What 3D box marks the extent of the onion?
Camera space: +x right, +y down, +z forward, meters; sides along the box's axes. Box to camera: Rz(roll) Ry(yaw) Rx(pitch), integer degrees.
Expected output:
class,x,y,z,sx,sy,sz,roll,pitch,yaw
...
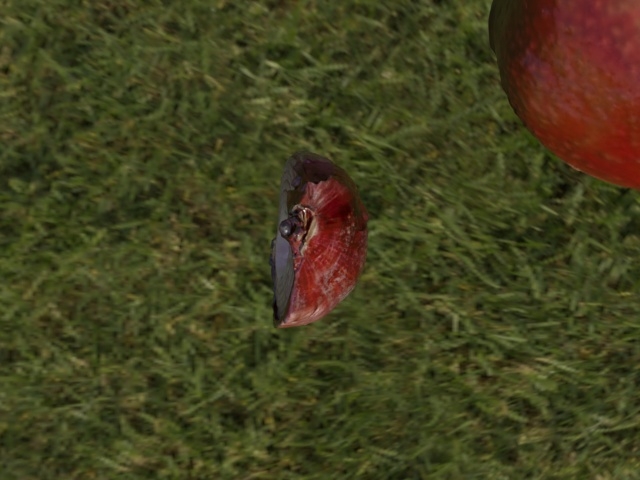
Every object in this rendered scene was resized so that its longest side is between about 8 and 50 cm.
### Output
class,x,y,z,sx,sy,sz,roll,pitch,yaw
onion,0.000,0.000,1.633,0.120,0.283,0.227,3,87,-4

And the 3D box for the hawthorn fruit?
class,x,y,z,sx,sy,sz,roll,pitch,yaw
hawthorn fruit,0.224,-0.122,0.774,0.266,0.210,0.230,51,136,27
